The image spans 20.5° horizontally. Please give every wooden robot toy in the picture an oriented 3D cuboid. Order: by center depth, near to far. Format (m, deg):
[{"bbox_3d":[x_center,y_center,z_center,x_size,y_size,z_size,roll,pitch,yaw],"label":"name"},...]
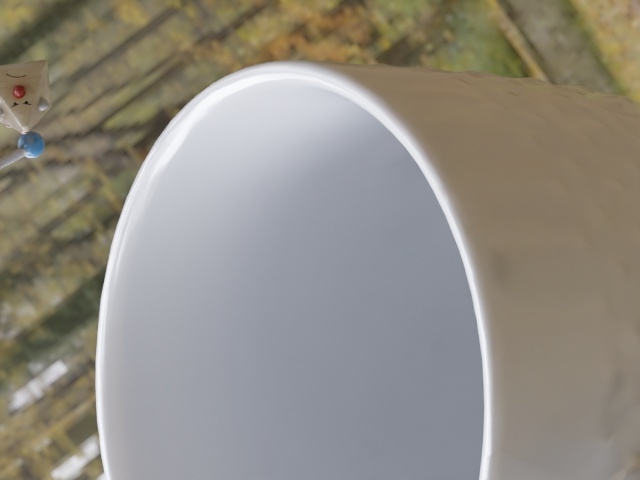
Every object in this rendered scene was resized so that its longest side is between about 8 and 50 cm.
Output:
[{"bbox_3d":[-0.185,-0.012,0.768,0.076,0.173,0.079,54,-168,-49],"label":"wooden robot toy"}]

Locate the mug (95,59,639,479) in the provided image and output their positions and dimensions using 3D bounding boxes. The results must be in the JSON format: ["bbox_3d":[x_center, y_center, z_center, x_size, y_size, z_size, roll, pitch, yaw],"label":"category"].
[{"bbox_3d":[0.133,0.079,0.796,0.328,0.276,0.374,1,-160,-38],"label":"mug"}]
